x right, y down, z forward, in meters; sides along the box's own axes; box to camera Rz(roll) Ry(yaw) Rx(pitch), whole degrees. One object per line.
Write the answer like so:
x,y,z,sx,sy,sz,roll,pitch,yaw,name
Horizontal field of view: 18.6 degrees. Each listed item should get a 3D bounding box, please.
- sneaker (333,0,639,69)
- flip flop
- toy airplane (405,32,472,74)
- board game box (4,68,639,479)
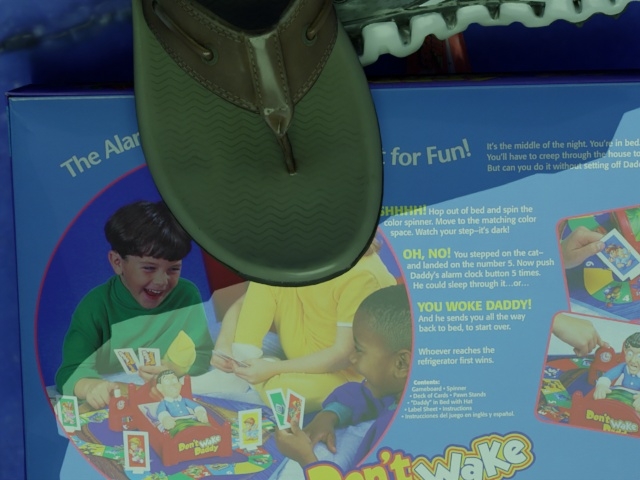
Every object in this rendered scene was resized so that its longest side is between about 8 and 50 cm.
0.087,-0.156,0.943,0.234,0.078,0.106,-14,125,2,sneaker
-0.034,-0.115,0.879,0.112,0.080,0.277,-5,91,1,flip flop
0.041,-0.045,1.020,0.151,0.028,0.151,0,97,-2,toy airplane
0.026,0.035,0.973,0.347,0.078,0.233,-1,98,1,board game box
